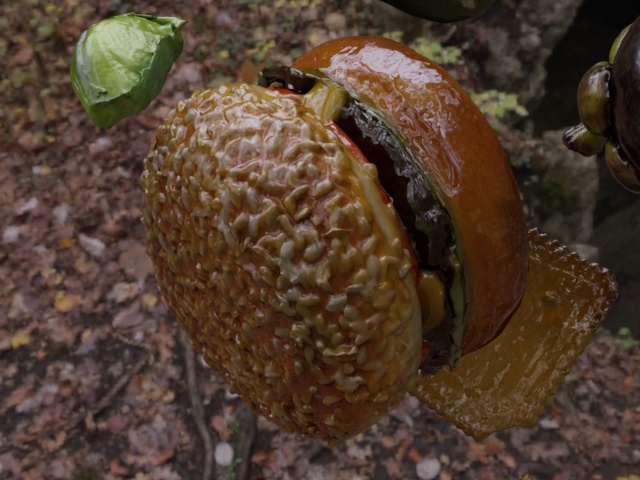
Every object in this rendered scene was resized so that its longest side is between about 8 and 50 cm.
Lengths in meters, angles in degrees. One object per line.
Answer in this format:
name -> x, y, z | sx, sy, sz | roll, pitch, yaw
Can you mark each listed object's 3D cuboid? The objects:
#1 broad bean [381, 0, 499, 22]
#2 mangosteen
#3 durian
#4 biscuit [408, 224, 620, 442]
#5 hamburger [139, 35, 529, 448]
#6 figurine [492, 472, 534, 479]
broad bean -> -0.014, -0.148, 0.433 | 0.256, 0.053, 0.052 | 11, 8, -27
mangosteen -> 0.312, -0.123, 0.809 | 0.217, 0.192, 0.192 | -9, 22, 39
durian -> -0.276, -0.253, 1.306 | 0.139, 0.101, 0.250 | 14, 42, -3
biscuit -> 0.173, 0.084, 1.012 | 0.232, 0.237, 0.013 | 34, 9, 21
hamburger -> 0.000, 0.000, 0.801 | 0.250, 0.330, 0.330 | -31, 34, -24
figurine -> 0.267, 0.305, 0.973 | 0.122, 0.121, 0.176 | -14, 9, -15
